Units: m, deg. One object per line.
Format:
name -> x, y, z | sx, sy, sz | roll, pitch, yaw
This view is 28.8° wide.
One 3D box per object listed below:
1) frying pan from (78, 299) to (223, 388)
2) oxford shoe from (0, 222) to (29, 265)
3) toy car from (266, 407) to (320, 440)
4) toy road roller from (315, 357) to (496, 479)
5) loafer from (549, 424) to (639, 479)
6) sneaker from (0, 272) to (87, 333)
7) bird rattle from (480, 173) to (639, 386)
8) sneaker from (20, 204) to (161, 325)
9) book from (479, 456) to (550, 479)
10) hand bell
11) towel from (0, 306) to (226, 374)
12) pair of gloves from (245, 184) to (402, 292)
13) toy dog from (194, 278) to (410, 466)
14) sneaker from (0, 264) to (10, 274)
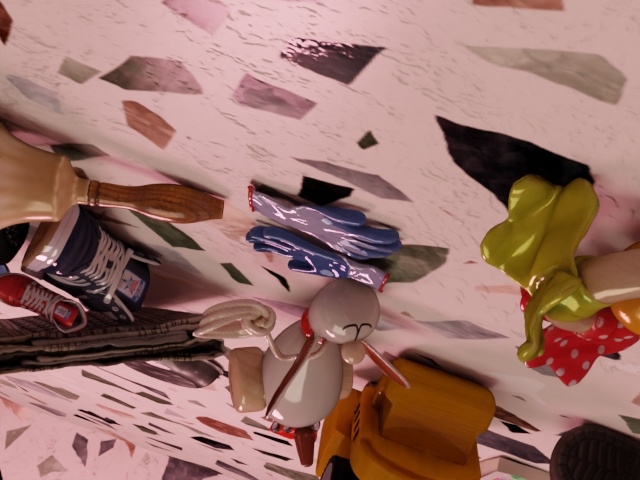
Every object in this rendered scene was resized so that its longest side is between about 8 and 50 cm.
frying pan -> -0.262, 0.178, 1.988 | 0.197, 0.053, 0.326 | 16, 164, 10
oxford shoe -> -0.403, -0.047, 1.446 | 0.096, 0.083, 0.227 | 24, 156, 18
toy car -> 0.024, 0.312, 2.062 | 0.225, 0.053, 0.239 | 17, 162, 5
toy road roller -> 0.125, 0.255, 1.648 | 0.202, 0.241, 0.329 | 21, -161, -4
loafer -> 0.459, 0.348, 1.628 | 0.366, 0.134, 0.130 | 30, 166, -1
sneaker -> -0.329, 0.074, 1.471 | 0.118, 0.042, 0.067 | 26, 177, -36
bird rattle -> 0.241, 0.053, 0.997 | 0.206, 0.143, 0.253 | -8, 154, 24
sneaker -> -0.261, 0.024, 1.446 | 0.153, 0.099, 0.282 | 28, 167, -10
book -> 0.309, 0.381, 2.009 | 0.096, 0.035, 0.144 | 17, 161, -5
hand bell -> -0.217, -0.048, 1.247 | 0.242, 0.126, 0.126 | 6, 162, -2
towel -> -0.313, 0.119, 1.619 | 0.312, 0.056, 0.324 | -1, -177, -27
pair of gloves -> 0.000, 0.000, 1.241 | 0.159, 0.023, 0.198 | 20, 161, 6
toy dog -> -0.009, 0.168, 1.461 | 0.220, 0.161, 0.334 | -14, 163, 1
sneaker -> -0.519, 0.042, 1.849 | 0.188, 0.067, 0.078 | 0, 175, 41
